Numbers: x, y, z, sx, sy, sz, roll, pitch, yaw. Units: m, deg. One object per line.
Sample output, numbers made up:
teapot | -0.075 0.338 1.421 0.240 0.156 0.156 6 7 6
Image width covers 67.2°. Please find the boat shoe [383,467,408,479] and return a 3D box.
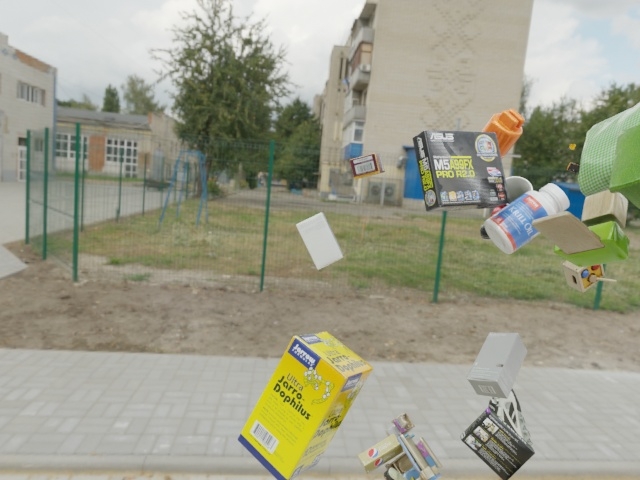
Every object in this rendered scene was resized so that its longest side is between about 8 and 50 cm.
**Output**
boat shoe | 0.290 0.888 1.760 0.133 0.042 0.049 42 32 0

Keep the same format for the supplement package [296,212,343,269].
supplement package | 0.000 0.000 1.739 0.105 0.179 0.105 -26 1 4

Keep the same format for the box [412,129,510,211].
box | 0.399 -0.197 1.356 0.269 0.217 0.060 -4 -8 -27

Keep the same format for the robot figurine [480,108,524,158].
robot figurine | 0.659 -0.381 1.789 0.128 0.219 0.158 23 47 -4

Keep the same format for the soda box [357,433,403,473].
soda box | 0.249 0.879 1.986 0.181 0.058 0.061 -25 29 -14

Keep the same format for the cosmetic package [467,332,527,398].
cosmetic package | 0.653 0.454 1.770 0.127 0.107 0.238 -13 30 47

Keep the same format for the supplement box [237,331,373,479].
supplement box | -0.041 0.465 1.373 0.195 0.357 0.194 33 10 27

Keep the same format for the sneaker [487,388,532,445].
sneaker | 0.743 0.701 1.978 0.146 0.331 0.122 -18 -6 4

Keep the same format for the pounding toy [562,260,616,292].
pounding toy | 0.987 0.120 1.764 0.130 0.141 0.100 -35 30 -6

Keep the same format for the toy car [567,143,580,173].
toy car | 1.040 -0.336 1.967 0.060 0.122 0.040 0 20 0

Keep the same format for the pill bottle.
pill bottle | 0.610 -0.070 1.420 0.221 0.124 0.124 -36 9 1

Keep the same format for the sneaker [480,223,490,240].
sneaker | 0.593 -0.062 1.537 0.178 0.072 0.077 -26 -24 15

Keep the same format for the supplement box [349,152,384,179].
supplement box | 0.188 -0.296 1.913 0.104 0.081 0.188 -12 6 15

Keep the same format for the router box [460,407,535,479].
router box | 0.550 0.635 1.500 0.179 0.133 0.046 43 9 10

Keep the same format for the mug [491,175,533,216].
mug | 0.648 -0.121 1.654 0.150 0.113 0.169 -21 -32 12

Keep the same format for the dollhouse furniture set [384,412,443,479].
dollhouse furniture set | 0.315 0.858 1.910 0.286 0.198 0.303 53 5 30

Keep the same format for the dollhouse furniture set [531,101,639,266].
dollhouse furniture set | 0.440 -0.136 0.717 0.151 0.302 0.197 32 -25 -17
